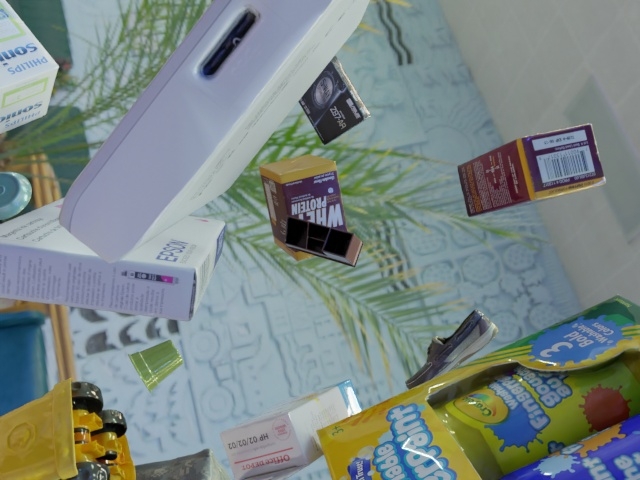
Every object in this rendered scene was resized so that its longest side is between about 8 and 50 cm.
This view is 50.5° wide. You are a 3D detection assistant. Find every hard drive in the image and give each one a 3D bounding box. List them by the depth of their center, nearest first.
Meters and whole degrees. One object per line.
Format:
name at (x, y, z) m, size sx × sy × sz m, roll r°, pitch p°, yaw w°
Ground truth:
hard drive at (-0.041, -0.115, 0.482) m, size 0.047 × 0.233 × 0.353 m, roll 39°, pitch 7°, yaw -6°

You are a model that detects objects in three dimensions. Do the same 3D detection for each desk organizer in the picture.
desk organizer at (0.000, 0.000, 1.120) m, size 0.047 × 0.130 × 0.050 m, roll -70°, pitch 155°, yaw -10°

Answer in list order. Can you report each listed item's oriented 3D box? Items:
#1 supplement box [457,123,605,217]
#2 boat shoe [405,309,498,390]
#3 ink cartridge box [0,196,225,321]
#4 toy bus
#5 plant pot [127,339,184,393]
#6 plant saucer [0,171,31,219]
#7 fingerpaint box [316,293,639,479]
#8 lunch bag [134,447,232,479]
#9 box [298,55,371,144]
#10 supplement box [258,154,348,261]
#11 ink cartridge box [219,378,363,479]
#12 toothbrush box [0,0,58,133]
supplement box at (0.275, -0.089, 0.912) m, size 0.188 × 0.104 × 0.081 m, roll 160°, pitch -82°, yaw -76°
boat shoe at (0.253, 0.224, 1.375) m, size 0.073 × 0.223 × 0.080 m, roll 51°, pitch 15°, yaw 5°
ink cartridge box at (-0.296, 0.004, 0.843) m, size 0.324 × 0.329 × 0.072 m, roll -107°, pitch -154°, yaw -78°
toy bus at (-0.382, 0.317, 0.941) m, size 0.220 × 0.211 × 0.150 m, roll 75°, pitch -5°, yaw -53°
plant pot at (-0.295, 0.222, 1.236) m, size 0.083 × 0.079 × 0.083 m, roll 53°, pitch -16°, yaw 23°
plant saucer at (-0.659, -0.098, 1.396) m, size 0.021 × 0.119 × 0.119 m, roll 90°, pitch -17°, yaw -61°
fingerpaint box at (0.221, 0.241, 0.546) m, size 0.445 × 0.371 × 0.163 m, roll -123°, pitch -170°, yaw -74°
lunch bag at (-0.185, 0.514, 1.059) m, size 0.235 × 0.168 × 0.287 m, roll -95°, pitch 168°, yaw -52°
box at (0.011, -0.165, 0.801) m, size 0.067 × 0.018 × 0.083 m, roll -27°, pitch -85°, yaw 36°
supplement box at (-0.039, -0.080, 1.537) m, size 0.191 × 0.129 × 0.194 m, roll -148°, pitch -135°, yaw -68°
ink cartridge box at (-0.037, 0.221, 0.776) m, size 0.181 × 0.104 × 0.062 m, roll -9°, pitch 77°, yaw -60°
toothbrush box at (-0.522, -0.266, 0.885) m, size 0.283 × 0.206 × 0.122 m, roll 52°, pitch -39°, yaw 2°
